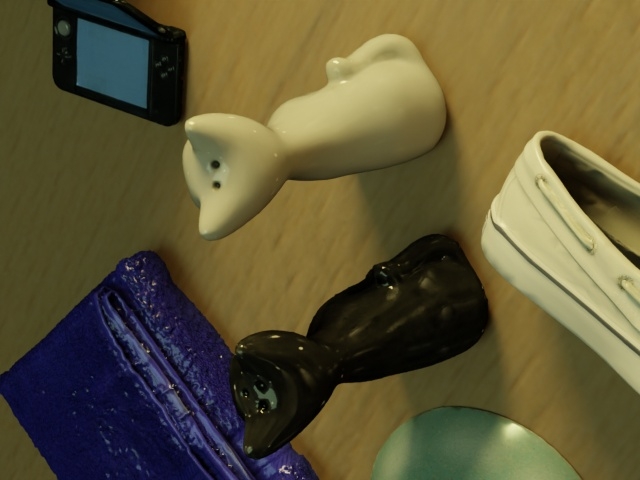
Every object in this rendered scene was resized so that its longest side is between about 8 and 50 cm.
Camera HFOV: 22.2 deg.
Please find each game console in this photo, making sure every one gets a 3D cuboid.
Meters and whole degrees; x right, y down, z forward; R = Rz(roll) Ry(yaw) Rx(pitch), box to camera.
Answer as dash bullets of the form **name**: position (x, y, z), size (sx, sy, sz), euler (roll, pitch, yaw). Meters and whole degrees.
- **game console**: position (-0.162, -0.137, 1.145), size (0.122, 0.071, 0.107), euler (21, 119, 31)

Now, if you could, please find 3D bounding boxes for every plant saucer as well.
- **plant saucer**: position (0.104, 0.209, 1.101), size (0.195, 0.037, 0.195), euler (16, 117, 33)

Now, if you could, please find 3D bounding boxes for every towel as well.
- **towel**: position (-0.115, 0.183, 1.234), size (0.227, 0.076, 0.308), euler (-41, 81, 39)

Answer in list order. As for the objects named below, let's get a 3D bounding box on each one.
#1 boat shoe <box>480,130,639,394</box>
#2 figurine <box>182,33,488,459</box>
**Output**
- **boat shoe**: position (0.210, 0.032, 0.916), size (0.267, 0.096, 0.088), euler (41, 133, 28)
- **figurine**: position (0.000, 0.000, 0.983), size (0.092, 0.209, 0.215), euler (-3, 105, 38)
